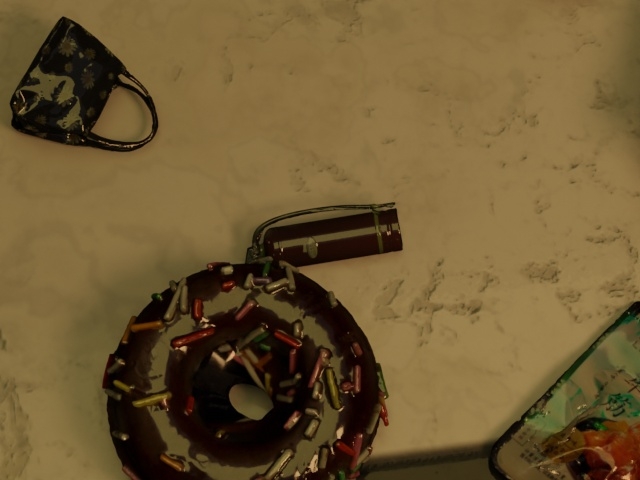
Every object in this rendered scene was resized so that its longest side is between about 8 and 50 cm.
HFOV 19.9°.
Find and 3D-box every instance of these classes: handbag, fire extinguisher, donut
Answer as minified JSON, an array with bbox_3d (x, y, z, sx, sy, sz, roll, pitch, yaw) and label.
[{"bbox_3d":[-0.226,-0.135,1.808,0.139,0.072,0.115,30,72,-4],"label":"handbag"},{"bbox_3d":[0.000,0.000,1.768,0.158,0.043,0.064,-9,108,-4],"label":"fire extinguisher"},{"bbox_3d":[-0.071,0.141,1.691,0.270,0.103,0.269,1,73,-2],"label":"donut"}]

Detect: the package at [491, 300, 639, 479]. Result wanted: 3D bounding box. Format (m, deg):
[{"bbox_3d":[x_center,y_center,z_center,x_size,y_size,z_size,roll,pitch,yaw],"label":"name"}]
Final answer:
[{"bbox_3d":[0.287,0.177,1.715,0.232,0.040,0.166,-41,76,-13],"label":"package"}]
